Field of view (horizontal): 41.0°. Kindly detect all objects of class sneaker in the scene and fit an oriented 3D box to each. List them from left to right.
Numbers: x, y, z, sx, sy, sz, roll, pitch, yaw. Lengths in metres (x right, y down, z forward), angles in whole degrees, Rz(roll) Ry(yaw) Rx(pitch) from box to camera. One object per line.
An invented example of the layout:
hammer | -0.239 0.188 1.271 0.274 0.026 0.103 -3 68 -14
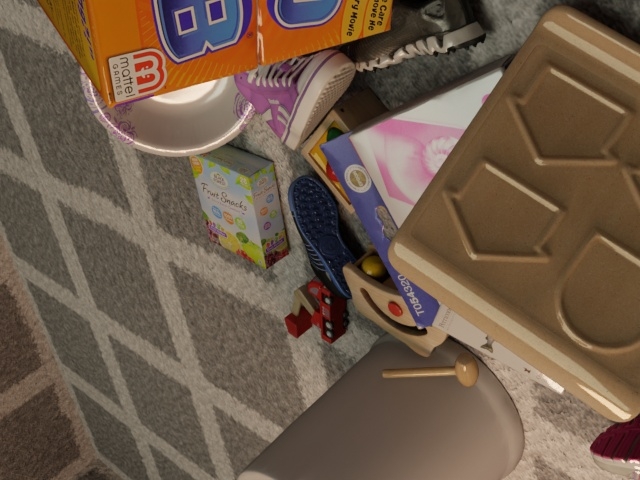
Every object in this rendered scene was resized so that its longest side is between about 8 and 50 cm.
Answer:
sneaker | -0.055 -0.227 1.199 0.161 0.102 0.282 46 162 -3
sneaker | 0.000 0.000 1.481 0.232 0.081 0.090 65 158 -7
sneaker | 0.104 -0.282 1.102 0.234 0.078 0.106 -1 114 50
sneaker | 0.481 0.315 1.150 0.252 0.103 0.111 2 120 51

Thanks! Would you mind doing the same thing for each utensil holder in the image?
utensil holder | 0.097 0.380 1.432 0.327 0.385 0.328 32 141 30

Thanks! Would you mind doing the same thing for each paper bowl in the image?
paper bowl | -0.233 -0.288 1.370 0.148 0.284 0.284 -97 2 -51

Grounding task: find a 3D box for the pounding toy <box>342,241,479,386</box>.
pounding toy | 0.137 0.117 1.348 0.269 0.155 0.154 33 147 28

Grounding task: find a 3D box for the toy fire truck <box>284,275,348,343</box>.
toy fire truck | -0.011 0.128 1.643 0.135 0.047 0.192 30 140 33

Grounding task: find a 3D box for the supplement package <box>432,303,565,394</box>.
supplement package | 0.247 0.084 1.050 0.179 0.105 0.105 27 133 14

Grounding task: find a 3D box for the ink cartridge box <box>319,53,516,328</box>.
ink cartridge box | 0.179 -0.032 1.138 0.330 0.071 0.324 -21 104 38

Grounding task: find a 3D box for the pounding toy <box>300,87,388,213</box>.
pounding toy | 0.069 -0.089 1.300 0.206 0.094 0.181 51 147 4

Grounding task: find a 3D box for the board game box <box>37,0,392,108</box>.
board game box | -0.150 -0.425 0.940 0.356 0.356 0.357 51 152 38

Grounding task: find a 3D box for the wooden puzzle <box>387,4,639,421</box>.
wooden puzzle | 0.294 -0.031 0.941 0.322 0.080 0.348 35 100 16

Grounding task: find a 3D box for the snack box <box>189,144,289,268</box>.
snack box | -0.154 -0.070 1.619 0.174 0.070 0.207 24 135 39
